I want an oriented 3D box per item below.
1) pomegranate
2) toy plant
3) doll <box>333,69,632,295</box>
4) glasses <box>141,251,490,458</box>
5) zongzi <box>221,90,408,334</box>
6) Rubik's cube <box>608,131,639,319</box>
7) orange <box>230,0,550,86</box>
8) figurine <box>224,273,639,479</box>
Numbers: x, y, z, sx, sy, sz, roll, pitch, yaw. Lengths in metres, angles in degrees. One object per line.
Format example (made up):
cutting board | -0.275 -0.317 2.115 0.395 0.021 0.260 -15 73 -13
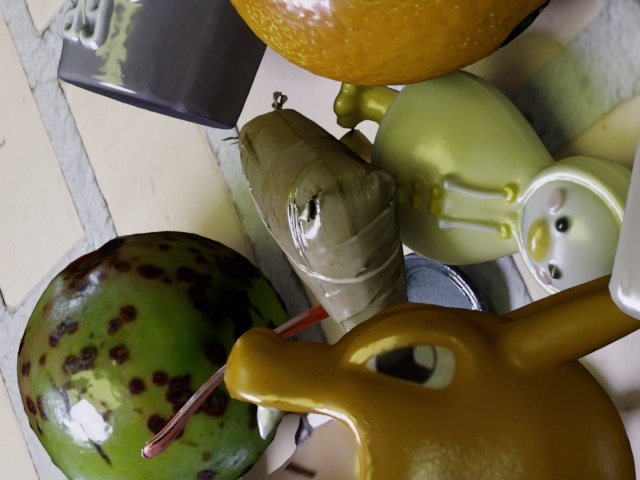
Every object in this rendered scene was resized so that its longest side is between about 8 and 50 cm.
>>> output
pomegranate | -0.132 0.146 1.613 0.242 0.242 0.306 8 105 49
toy plant | -0.085 -0.297 1.512 0.185 0.279 0.400 15 89 10
doll | 0.126 -0.033 1.361 0.296 0.117 0.141 31 121 43
glasses | 0.035 0.132 1.394 0.234 0.268 0.118 49 149 30
zongzi | 0.000 0.000 1.406 0.189 0.081 0.178 42 151 54
Rubik's cube | 0.385 -0.087 0.867 0.346 0.347 0.344 29 117 45
orange | 0.047 -0.239 1.309 0.274 0.274 0.274 12 105 49
figurine | 0.119 0.223 1.212 0.268 0.401 0.387 -10 87 58
